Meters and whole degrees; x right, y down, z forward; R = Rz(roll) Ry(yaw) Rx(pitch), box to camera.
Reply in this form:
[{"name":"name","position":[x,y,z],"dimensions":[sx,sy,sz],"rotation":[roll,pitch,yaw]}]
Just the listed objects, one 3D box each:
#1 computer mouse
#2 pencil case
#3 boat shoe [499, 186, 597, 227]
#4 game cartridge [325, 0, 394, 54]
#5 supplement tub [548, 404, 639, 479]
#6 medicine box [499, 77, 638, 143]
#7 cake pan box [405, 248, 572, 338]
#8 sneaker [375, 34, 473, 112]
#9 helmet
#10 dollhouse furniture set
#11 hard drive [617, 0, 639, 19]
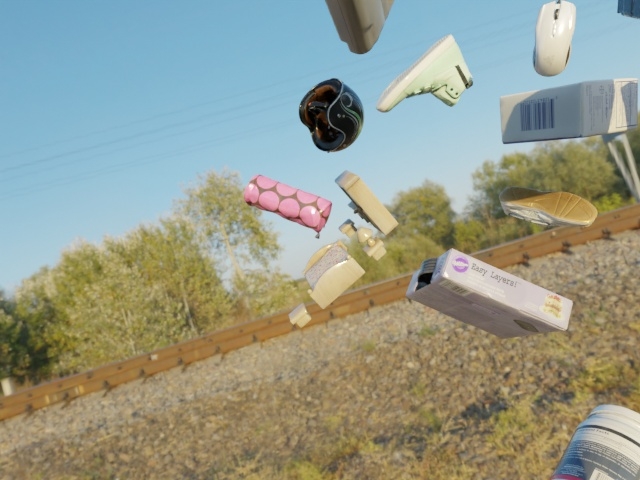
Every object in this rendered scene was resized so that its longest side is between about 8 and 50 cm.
[{"name":"computer mouse","position":[0.442,-0.408,0.913],"dimensions":[0.105,0.193,0.042],"rotation":[6,20,24]},{"name":"pencil case","position":[-0.079,-0.087,1.195],"dimensions":[0.209,0.095,0.098],"rotation":[24,-5,8]},{"name":"boat shoe","position":[0.667,-0.085,1.438],"dimensions":[0.098,0.096,0.277],"rotation":[-44,42,-20]},{"name":"game cartridge","position":[0.089,-0.433,0.657],"dimensions":[0.062,0.298,0.198],"rotation":[23,-1,12]},{"name":"supplement tub","position":[0.653,0.534,1.111],"dimensions":[0.272,0.191,0.191],"rotation":[-39,9,-31]},{"name":"medicine box","position":[0.734,-0.380,1.450],"dimensions":[0.289,0.149,0.263],"rotation":[-12,12,-30]},{"name":"cake pan box","position":[0.327,0.120,1.013],"dimensions":[0.266,0.070,0.246],"rotation":[23,-19,1]},{"name":"sneaker","position":[0.270,-0.374,1.230],"dimensions":[0.255,0.151,0.094],"rotation":[-41,18,2]},{"name":"helmet","position":[0.038,-0.325,1.302],"dimensions":[0.169,0.170,0.161],"rotation":[-18,-41,21]},{"name":"dollhouse furniture set","position":[0.000,0.000,1.277],"dimensions":[0.355,0.174,0.303],"rotation":[-42,18,2]},{"name":"hard drive","position":[0.712,-0.425,0.838],"dimensions":[0.236,0.064,0.339],"rotation":[-10,28,8]}]
